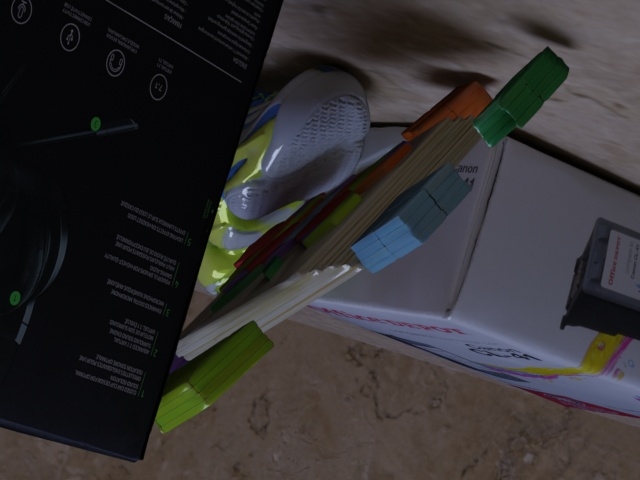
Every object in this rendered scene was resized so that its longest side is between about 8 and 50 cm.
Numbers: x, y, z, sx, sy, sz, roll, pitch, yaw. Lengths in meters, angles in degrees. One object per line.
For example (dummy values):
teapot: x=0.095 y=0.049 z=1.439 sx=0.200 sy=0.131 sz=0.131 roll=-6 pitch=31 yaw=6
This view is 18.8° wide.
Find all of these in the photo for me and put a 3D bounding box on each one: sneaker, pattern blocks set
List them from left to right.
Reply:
sneaker: x=-0.051 y=-0.064 z=1.250 sx=0.091 sy=0.126 sz=0.240 roll=-15 pitch=156 yaw=-31
pattern blocks set: x=0.000 y=0.000 z=1.037 sx=0.026 sy=0.285 sz=0.325 roll=48 pitch=133 yaw=-7

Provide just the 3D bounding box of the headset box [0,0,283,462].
headset box: x=-0.166 y=-0.046 z=0.895 sx=0.131 sy=0.283 sz=0.246 roll=10 pitch=171 yaw=36

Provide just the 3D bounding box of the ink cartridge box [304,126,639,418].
ink cartridge box: x=0.151 y=0.030 z=1.343 sx=0.306 sy=0.131 sz=0.226 roll=20 pitch=172 yaw=-33
